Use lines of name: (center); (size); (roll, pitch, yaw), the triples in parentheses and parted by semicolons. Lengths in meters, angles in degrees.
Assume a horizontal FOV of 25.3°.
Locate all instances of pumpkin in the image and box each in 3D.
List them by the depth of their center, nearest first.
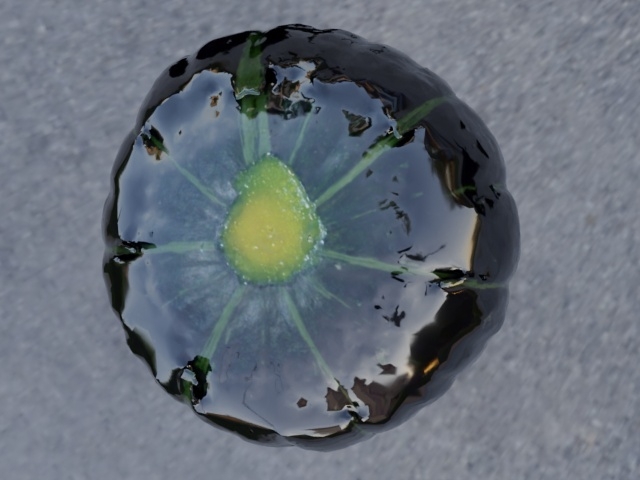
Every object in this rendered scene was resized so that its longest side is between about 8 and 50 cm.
pumpkin: (0.000, 0.000, 1.019); (0.296, 0.296, 0.295); (9, 112, 22)
